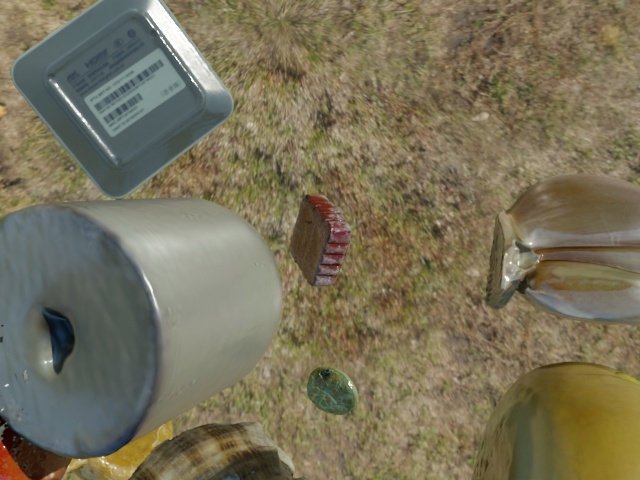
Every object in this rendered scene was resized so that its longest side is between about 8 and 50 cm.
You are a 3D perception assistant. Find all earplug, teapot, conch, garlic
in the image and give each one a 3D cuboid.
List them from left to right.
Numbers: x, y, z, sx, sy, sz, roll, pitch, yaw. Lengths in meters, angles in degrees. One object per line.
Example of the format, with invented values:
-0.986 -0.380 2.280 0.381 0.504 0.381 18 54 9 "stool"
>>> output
-0.387 0.353 1.404 0.167 0.311 0.203 -28 93 39 "teapot"
-0.227 0.093 1.094 0.312 0.394 0.313 3 96 27 "earplug"
-0.075 0.304 0.794 0.291 0.159 0.210 -8 100 -39 "conch"
0.403 0.014 1.181 0.325 0.279 0.132 0 142 1 "garlic"

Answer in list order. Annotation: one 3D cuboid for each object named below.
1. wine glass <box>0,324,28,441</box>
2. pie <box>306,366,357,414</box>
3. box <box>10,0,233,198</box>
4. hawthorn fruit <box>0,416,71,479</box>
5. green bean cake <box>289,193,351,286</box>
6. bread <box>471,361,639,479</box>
-0.478 0.160 0.743 0.190 0.357 0.190 5 97 40 "wine glass"
0.018 0.226 1.179 0.085 0.017 0.085 11 115 24 "pie"
-0.430 -0.332 1.741 0.367 0.090 0.373 -40 106 -10 "box"
-0.480 0.266 1.067 0.254 0.300 0.254 -7 70 20 "hawthorn fruit"
0.000 0.000 1.420 0.056 0.136 0.135 2 123 -29 "green bean cake"
0.180 0.245 0.548 0.160 0.333 0.333 11 105 4 "bread"
